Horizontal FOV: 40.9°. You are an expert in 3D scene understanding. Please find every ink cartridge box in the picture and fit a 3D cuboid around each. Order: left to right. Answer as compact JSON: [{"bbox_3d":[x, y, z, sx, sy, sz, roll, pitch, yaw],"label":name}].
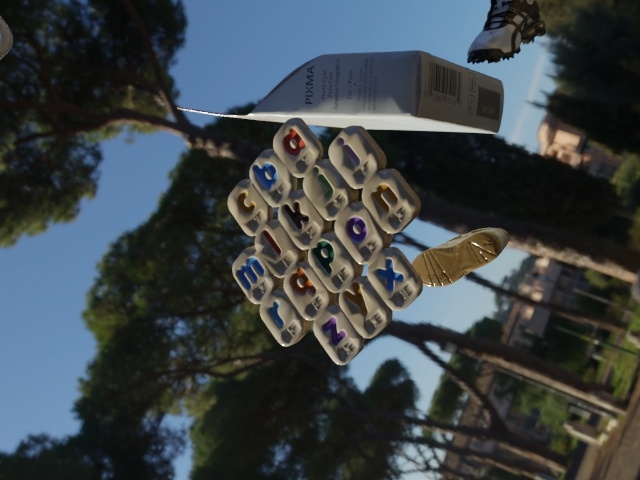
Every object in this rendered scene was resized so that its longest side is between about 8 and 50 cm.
[{"bbox_3d":[0.035,-0.213,1.256,0.308,0.384,0.091,-6,-78,-59],"label":"ink cartridge box"}]

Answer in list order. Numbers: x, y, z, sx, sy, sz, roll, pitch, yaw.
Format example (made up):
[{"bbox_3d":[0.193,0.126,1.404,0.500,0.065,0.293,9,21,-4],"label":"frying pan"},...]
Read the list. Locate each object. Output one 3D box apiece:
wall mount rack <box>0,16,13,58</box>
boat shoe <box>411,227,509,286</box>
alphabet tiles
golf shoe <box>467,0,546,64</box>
[{"bbox_3d":[-0.371,-0.270,0.651,0.130,0.304,0.350,-41,8,-13],"label":"wall mount rack"},{"bbox_3d":[0.211,0.024,1.281,0.059,0.170,0.063,-22,-90,-45],"label":"boat shoe"},{"bbox_3d":[0.000,0.000,1.071,0.021,0.278,0.284,-11,-32,-52],"label":"alphabet tiles"},{"bbox_3d":[0.264,-0.319,1.263,0.198,0.077,0.094,-42,-55,-46],"label":"golf shoe"}]
